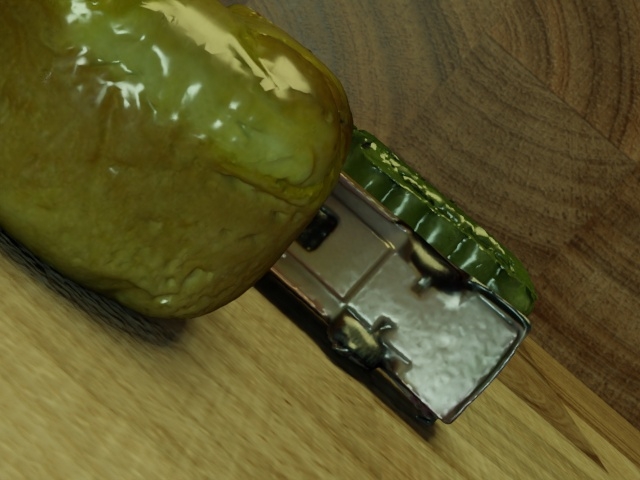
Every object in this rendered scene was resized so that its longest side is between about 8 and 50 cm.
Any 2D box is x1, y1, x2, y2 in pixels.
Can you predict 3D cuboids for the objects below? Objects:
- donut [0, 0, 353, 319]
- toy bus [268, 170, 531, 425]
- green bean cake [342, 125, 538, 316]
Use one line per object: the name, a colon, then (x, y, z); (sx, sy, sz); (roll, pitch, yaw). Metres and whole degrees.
donut: (-0.088, -0.069, 0.648); (0.208, 0.128, 0.261); (40, 5, 0)
toy bus: (0.000, -0.001, 0.922); (0.274, 0.090, 0.112); (41, -1, 8)
green bean cake: (0.065, 0.006, 1.178); (0.214, 0.113, 0.200); (40, 6, -4)
